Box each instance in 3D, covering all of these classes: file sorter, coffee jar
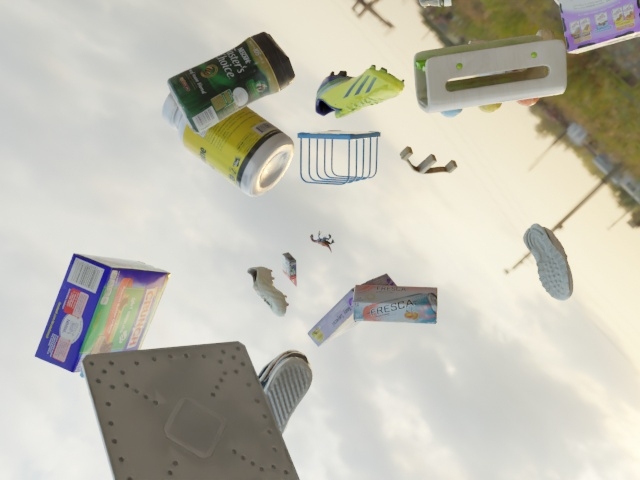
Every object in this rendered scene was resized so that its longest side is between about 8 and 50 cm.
[{"bbox_3d":[0.041,-0.176,1.579,0.118,0.104,0.170,5,-169,24],"label":"file sorter"},{"bbox_3d":[-0.136,-0.246,1.163,0.096,0.184,0.079,56,172,38],"label":"coffee jar"}]

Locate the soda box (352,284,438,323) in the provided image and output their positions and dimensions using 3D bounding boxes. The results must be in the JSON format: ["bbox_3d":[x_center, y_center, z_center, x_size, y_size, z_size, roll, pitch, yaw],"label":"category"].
[{"bbox_3d":[0.162,0.138,1.637,0.183,0.058,0.063,1,-143,8],"label":"soda box"}]

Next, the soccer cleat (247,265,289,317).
[{"bbox_3d":[-0.152,0.147,2.140,0.076,0.068,0.196,6,-145,-33],"label":"soccer cleat"}]

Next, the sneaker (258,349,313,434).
[{"bbox_3d":[-0.127,0.398,1.790,0.126,0.321,0.127,38,-172,-10],"label":"sneaker"}]

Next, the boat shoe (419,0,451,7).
[{"bbox_3d":[0.311,-0.733,2.128,0.305,0.091,0.109,-85,-12,-57],"label":"boat shoe"}]

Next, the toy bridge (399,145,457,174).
[{"bbox_3d":[0.281,-0.203,2.003,0.188,0.063,0.026,11,-130,-36],"label":"toy bridge"}]

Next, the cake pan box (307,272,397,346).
[{"bbox_3d":[0.109,0.226,2.499,0.070,0.246,0.267,52,-151,12],"label":"cake pan box"}]

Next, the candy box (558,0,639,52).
[{"bbox_3d":[0.610,-0.526,1.642,0.070,0.165,0.196,-14,-86,-53],"label":"candy box"}]

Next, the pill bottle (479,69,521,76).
[{"bbox_3d":[0.584,-0.525,2.427,0.152,0.086,0.086,17,-150,-29],"label":"pill bottle"}]

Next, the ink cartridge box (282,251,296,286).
[{"bbox_3d":[-0.109,0.105,2.651,0.029,0.115,0.063,-15,-146,-24],"label":"ink cartridge box"}]

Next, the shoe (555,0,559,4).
[{"bbox_3d":[0.676,-0.621,1.993,0.219,0.076,0.058,28,-134,-22],"label":"shoe"}]

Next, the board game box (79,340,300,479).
[{"bbox_3d":[-0.267,0.397,1.562,0.390,0.050,0.389,0,-130,-39],"label":"board game box"}]

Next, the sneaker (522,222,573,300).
[{"bbox_3d":[0.620,0.058,1.987,0.095,0.090,0.235,20,-135,-36],"label":"sneaker"}]

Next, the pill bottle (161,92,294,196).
[{"bbox_3d":[-0.248,-0.277,1.978,0.334,0.187,0.188,37,-163,16],"label":"pill bottle"}]

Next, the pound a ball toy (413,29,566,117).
[{"bbox_3d":[0.353,-0.337,1.536,0.208,0.319,0.135,-107,9,-70],"label":"pound a ball toy"}]

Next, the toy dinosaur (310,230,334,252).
[{"bbox_3d":[0.000,0.000,2.374,0.047,0.082,0.090,50,-142,-35],"label":"toy dinosaur"}]

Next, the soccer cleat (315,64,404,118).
[{"bbox_3d":[0.087,-0.328,1.723,0.093,0.121,0.289,29,171,-32],"label":"soccer cleat"}]

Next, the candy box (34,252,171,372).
[{"bbox_3d":[-0.534,0.179,1.891,0.122,0.268,0.317,21,-179,13],"label":"candy box"}]
